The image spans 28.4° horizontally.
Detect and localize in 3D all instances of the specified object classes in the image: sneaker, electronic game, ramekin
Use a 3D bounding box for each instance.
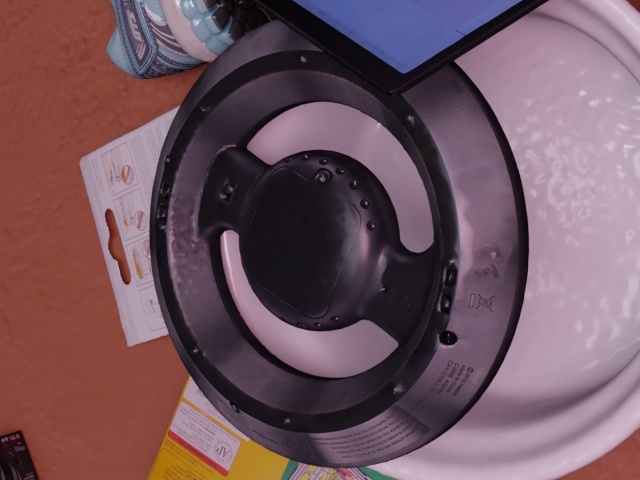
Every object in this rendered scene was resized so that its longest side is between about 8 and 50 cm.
[{"bbox_3d":[-0.133,-0.237,0.814,0.122,0.110,0.283,-21,83,32],"label":"sneaker"},{"bbox_3d":[0.000,0.000,0.636,0.229,0.048,0.229,2,94,36],"label":"electronic game"},{"bbox_3d":[0.091,-0.015,0.690,0.277,0.135,0.277,3,96,28],"label":"ramekin"}]

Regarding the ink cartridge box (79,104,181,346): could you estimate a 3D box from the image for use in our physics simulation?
[{"bbox_3d":[-0.083,-0.013,0.852,0.179,0.045,0.145,-20,85,47],"label":"ink cartridge box"}]

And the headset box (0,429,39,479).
[{"bbox_3d":[-0.237,0.189,0.929,0.032,0.062,0.083,-28,80,29],"label":"headset box"}]

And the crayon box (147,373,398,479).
[{"bbox_3d":[0.024,0.188,0.773,0.278,0.081,0.165,30,108,24],"label":"crayon box"}]

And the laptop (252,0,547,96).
[{"bbox_3d":[0.056,-0.232,0.607,0.234,0.136,0.264,41,121,41],"label":"laptop"}]
